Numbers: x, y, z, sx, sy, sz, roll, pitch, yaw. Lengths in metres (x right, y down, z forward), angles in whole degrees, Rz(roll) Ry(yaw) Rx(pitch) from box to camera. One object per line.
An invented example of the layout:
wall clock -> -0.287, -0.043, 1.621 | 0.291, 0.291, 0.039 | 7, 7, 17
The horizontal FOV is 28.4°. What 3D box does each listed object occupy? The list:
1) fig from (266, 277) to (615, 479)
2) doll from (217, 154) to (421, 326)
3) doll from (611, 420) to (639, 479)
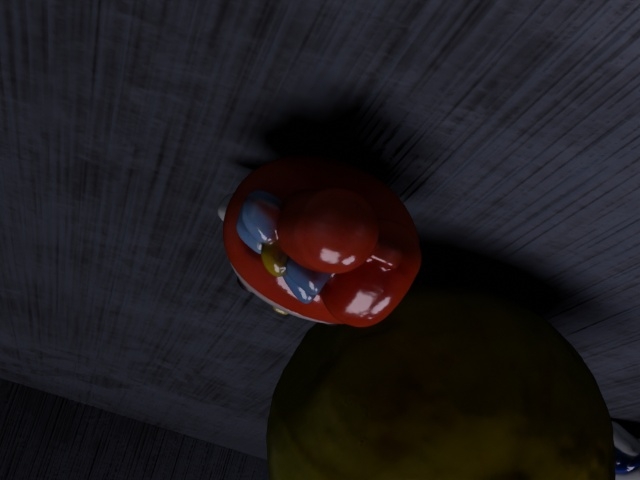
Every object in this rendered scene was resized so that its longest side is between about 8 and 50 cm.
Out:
fig -> 0.103, 0.192, 1.227 | 0.343, 0.343, 0.343 | 15, 164, 4
doll -> 0.000, 0.000, 0.988 | 0.161, 0.130, 0.290 | 27, 176, -15
doll -> 0.413, 0.291, 1.580 | 0.119, 0.138, 0.293 | -21, -175, -28
